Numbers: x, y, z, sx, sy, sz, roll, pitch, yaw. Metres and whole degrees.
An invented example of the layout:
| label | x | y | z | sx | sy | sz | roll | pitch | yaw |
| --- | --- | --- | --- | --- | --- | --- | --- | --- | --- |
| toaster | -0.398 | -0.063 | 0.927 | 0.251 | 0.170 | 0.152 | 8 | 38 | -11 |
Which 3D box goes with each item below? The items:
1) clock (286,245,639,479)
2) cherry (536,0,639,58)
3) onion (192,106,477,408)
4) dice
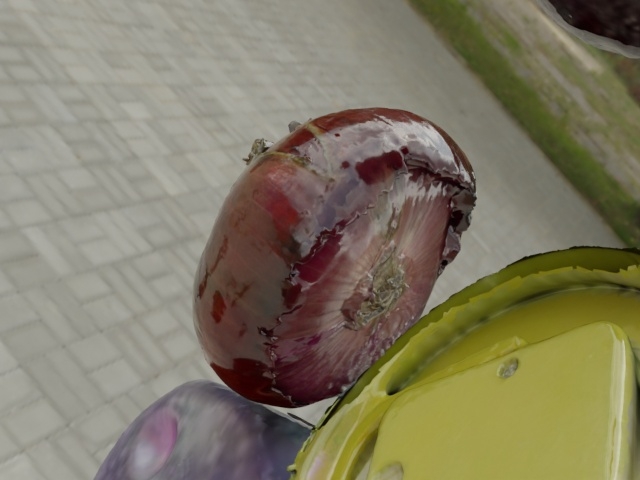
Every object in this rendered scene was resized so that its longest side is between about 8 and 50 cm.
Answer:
| label | x | y | z | sx | sy | sz | roll | pitch | yaw |
| --- | --- | --- | --- | --- | --- | --- | --- | --- | --- |
| clock | 0.092 | 0.128 | 0.512 | 0.071 | 0.293 | 0.277 | 44 | 49 | -23 |
| cherry | 0.200 | -0.187 | 0.549 | 0.195 | 0.195 | 0.195 | 39 | 22 | -19 |
| onion | 0.008 | 0.008 | 0.767 | 0.248 | 0.248 | 0.161 | 27 | 6 | -42 |
| dice | -0.048 | 0.293 | 0.885 | 0.270 | 0.271 | 0.270 | 35 | -12 | -34 |
